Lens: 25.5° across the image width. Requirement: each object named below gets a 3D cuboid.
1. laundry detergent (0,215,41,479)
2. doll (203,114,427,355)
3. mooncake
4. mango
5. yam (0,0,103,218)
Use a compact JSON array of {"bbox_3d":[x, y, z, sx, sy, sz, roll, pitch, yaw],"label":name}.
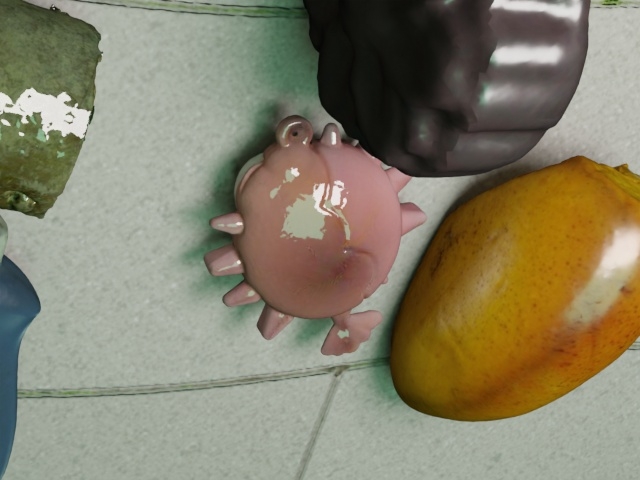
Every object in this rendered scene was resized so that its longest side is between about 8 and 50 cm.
[{"bbox_3d":[-0.321,0.091,1.222,0.143,0.094,0.290,7,118,-22],"label":"laundry detergent"},{"bbox_3d":[0.000,0.000,1.300,0.211,0.093,0.262,-28,127,-7],"label":"doll"},{"bbox_3d":[0.087,-0.186,1.100,0.141,0.283,0.283,-5,123,-23],"label":"mooncake"},{"bbox_3d":[0.193,0.054,1.370,0.201,0.199,0.350,42,114,-8],"label":"mango"},{"bbox_3d":[-0.314,-0.126,1.049,0.304,0.168,0.168,14,114,-31],"label":"yam"}]
